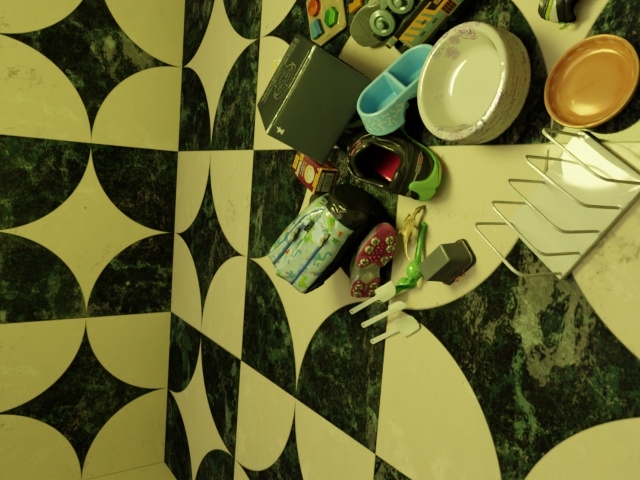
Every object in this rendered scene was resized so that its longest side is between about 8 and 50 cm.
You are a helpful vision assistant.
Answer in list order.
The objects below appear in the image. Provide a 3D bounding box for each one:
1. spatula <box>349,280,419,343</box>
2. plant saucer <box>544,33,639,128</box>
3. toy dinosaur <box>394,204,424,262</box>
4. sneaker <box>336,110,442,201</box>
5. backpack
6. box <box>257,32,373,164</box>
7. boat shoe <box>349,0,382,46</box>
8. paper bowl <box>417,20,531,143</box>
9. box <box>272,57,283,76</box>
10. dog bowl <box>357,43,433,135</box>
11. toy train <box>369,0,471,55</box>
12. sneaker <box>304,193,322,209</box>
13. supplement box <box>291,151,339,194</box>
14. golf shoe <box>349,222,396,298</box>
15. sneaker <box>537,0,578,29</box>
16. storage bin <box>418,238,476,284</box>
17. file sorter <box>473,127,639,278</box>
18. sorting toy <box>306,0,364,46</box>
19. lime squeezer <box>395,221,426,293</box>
[{"bbox_3d":[0.193,0.241,1.697,0.168,0.019,0.242,55,138,5],"label":"spatula"},{"bbox_3d":[0.577,-0.333,1.150,0.200,0.037,0.199,-14,72,51],"label":"plant saucer"},{"bbox_3d":[0.254,-0.023,1.588,0.092,0.053,0.183,146,142,-74],"label":"toy dinosaur"},{"bbox_3d":[0.160,-0.280,1.629,0.483,0.202,0.185,43,124,47],"label":"sneaker"},{"bbox_3d":[0.000,0.000,1.716,0.290,0.273,0.355,-60,-7,-68],"label":"backpack"},{"bbox_3d":[-0.035,-0.470,1.746,0.293,0.212,0.395,-57,22,18],"label":"box"},{"bbox_3d":[0.210,-0.714,1.658,0.118,0.103,0.320,46,144,-6],"label":"boat shoe"},{"bbox_3d":[0.388,-0.382,1.345,0.284,0.148,0.284,1,92,56],"label":"paper bowl"},{"bbox_3d":[-0.089,-0.638,2.068,0.203,0.114,0.103,14,103,53],"label":"box"},{"bbox_3d":[0.227,-0.430,1.524,0.297,0.074,0.166,-41,43,11],"label":"dog bowl"},{"bbox_3d":[0.278,-0.644,1.479,0.334,0.190,0.142,-41,16,52],"label":"toy train"},{"bbox_3d":[-0.025,-0.077,1.934,0.101,0.106,0.267,-27,46,34],"label":"sneaker"},{"bbox_3d":[-0.023,-0.256,2.002,0.188,0.081,0.104,48,128,45],"label":"supplement box"},{"bbox_3d":[0.149,0.045,1.703,0.140,0.115,0.306,-103,24,-45],"label":"golf shoe"},{"bbox_3d":[0.566,-0.579,1.171,0.097,0.084,0.234,33,121,24],"label":"sneaker"},{"bbox_3d":[0.338,0.065,1.467,0.135,0.091,0.098,-52,49,43],"label":"storage bin"},{"bbox_3d":[0.499,-0.077,1.163,0.192,0.173,0.277,58,134,37],"label":"file sorter"},{"bbox_3d":[0.039,-0.844,1.947,0.307,0.041,0.229,-14,78,55],"label":"sorting toy"},{"bbox_3d":[0.253,0.099,1.622,0.110,0.059,0.310,55,133,40],"label":"lime squeezer"}]
